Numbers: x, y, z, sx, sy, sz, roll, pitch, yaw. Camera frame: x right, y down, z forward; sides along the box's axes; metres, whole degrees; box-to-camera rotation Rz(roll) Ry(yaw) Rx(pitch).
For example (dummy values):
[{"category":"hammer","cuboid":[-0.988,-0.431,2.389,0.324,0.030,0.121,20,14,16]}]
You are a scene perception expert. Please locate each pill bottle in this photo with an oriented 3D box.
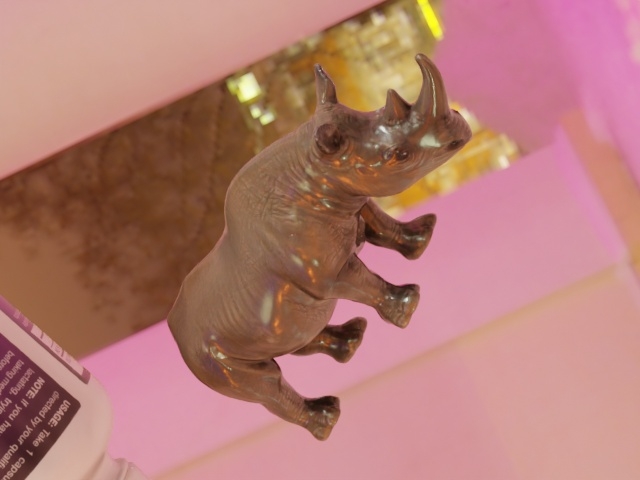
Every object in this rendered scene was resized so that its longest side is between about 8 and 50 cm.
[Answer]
[{"category":"pill bottle","cuboid":[-0.270,0.111,1.085,0.323,0.181,0.181,43,-172,-11]}]

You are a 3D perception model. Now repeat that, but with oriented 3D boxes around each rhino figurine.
[{"category":"rhino figurine","cuboid":[0.000,0.000,0.789,0.073,0.106,0.243,-82,16,-47]}]
